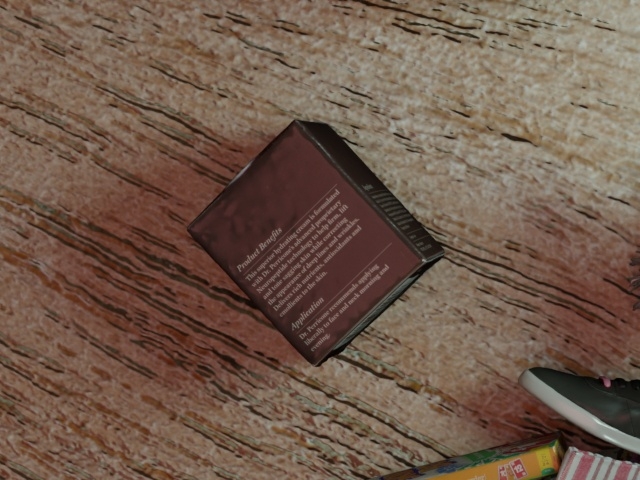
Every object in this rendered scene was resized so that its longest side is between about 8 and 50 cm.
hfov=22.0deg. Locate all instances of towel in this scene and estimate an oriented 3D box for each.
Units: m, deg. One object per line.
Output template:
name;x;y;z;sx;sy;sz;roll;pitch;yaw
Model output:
towel;0.304;0.297;1.725;0.197;0.029;0.144;16;98;-31

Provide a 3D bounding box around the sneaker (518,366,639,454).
sneaker;0.364;0.156;1.730;0.295;0.104;0.147;22;95;4

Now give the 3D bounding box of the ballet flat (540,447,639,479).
ballet flat;0.253;0.285;1.766;0.221;0.079;0.077;-20;87;11

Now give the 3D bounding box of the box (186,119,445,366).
box;0.000;0.000;1.757;0.168;0.167;0.203;-43;84;11

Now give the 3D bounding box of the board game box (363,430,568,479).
board game box;0.134;0.257;1.765;0.259;0.124;0.039;-19;87;12

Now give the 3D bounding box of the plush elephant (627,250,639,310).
plush elephant;0.452;-0.002;1.620;0.330;0.255;0.272;-24;88;12
